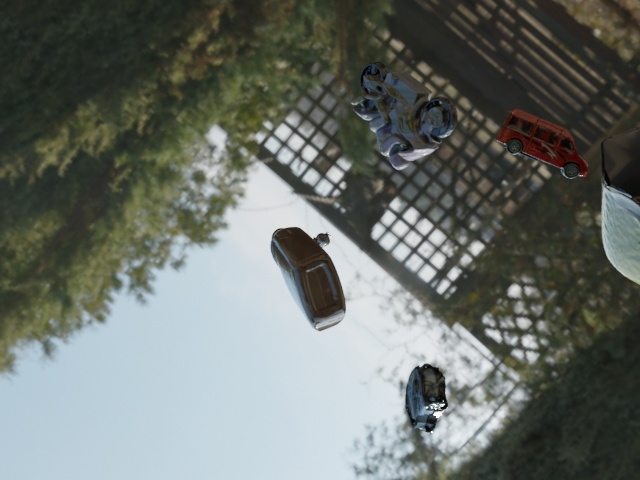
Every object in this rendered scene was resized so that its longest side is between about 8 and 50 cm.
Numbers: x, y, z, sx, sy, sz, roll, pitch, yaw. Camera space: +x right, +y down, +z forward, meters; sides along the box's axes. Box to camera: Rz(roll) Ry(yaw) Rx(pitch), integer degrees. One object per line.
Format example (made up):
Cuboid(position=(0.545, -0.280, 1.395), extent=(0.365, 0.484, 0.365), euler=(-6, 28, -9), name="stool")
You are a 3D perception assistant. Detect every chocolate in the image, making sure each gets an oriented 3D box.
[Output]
Cuboid(position=(0.693, -0.038, 1.569), extent=(0.326, 0.314, 0.297), euler=(-69, -25, -59), name="chocolate")

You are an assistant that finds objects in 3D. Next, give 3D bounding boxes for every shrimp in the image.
Cuboid(position=(0.002, -0.001, 1.578), extent=(0.029, 0.038, 0.092), euler=(63, 159, -3), name="shrimp")

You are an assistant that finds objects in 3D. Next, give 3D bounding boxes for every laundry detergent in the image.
Cuboid(position=(-0.029, 0.066, 1.461), extent=(0.237, 0.076, 0.171), euler=(-139, 30, -65), name="laundry detergent")

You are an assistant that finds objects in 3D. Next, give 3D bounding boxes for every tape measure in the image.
Cuboid(position=(0.164, 0.243, 1.279), extent=(0.054, 0.091, 0.094), euler=(7, -142, -11), name="tape measure")

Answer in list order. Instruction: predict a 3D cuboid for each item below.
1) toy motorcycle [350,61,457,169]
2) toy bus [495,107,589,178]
Cuboid(position=(0.134, -0.199, 1.385), extent=(0.073, 0.152, 0.225), euler=(-11, -143, -39), name="toy motorcycle")
Cuboid(position=(0.459, -0.195, 1.676), extent=(0.195, 0.089, 0.081), euler=(25, -168, 9), name="toy bus")
